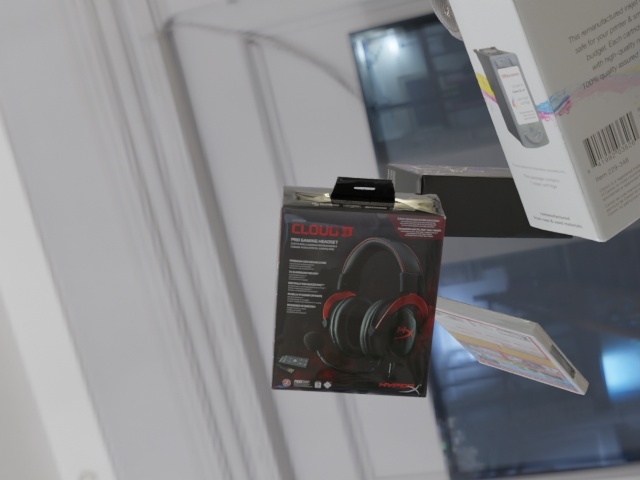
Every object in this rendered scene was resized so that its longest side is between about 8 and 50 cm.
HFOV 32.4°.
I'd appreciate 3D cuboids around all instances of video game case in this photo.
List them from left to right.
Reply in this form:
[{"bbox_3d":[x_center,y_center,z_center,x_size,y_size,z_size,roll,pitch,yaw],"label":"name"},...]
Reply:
[{"bbox_3d":[0.297,0.167,1.770,0.285,0.204,0.025,43,-113,-52],"label":"video game case"}]

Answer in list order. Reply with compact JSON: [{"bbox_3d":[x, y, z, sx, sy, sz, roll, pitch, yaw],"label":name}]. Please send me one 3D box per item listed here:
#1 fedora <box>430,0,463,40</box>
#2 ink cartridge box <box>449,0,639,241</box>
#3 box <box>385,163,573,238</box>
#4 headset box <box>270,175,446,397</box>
[{"bbox_3d":[0.247,-0.402,1.714,0.243,0.124,0.276,152,110,-73],"label":"fedora"},{"bbox_3d":[0.289,-0.187,1.155,0.131,0.226,0.306,16,133,64],"label":"ink cartridge box"},{"bbox_3d":[0.253,-0.065,1.778,0.184,0.261,0.103,-139,51,-72],"label":"box"},{"bbox_3d":[0.047,0.054,1.492,0.110,0.218,0.293,-93,8,-72],"label":"headset box"}]
